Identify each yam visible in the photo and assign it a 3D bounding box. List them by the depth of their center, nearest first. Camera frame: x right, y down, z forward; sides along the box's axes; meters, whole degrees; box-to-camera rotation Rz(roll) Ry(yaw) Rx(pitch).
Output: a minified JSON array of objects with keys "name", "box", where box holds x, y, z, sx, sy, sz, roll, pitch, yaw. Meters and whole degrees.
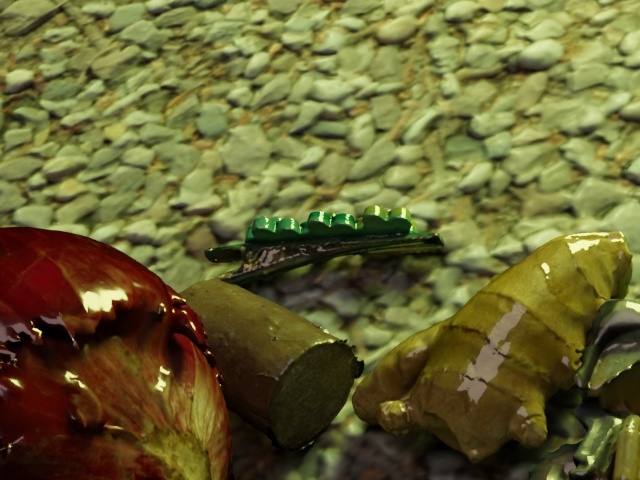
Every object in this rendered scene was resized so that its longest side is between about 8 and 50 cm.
[{"name":"yam","box":[-0.045,0.076,1.107,0.127,0.084,0.084,28,61,36]}]

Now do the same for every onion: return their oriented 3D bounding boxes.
[{"name":"onion","box":[-0.173,0.128,0.964,0.276,0.276,0.276,-11,43,11]}]

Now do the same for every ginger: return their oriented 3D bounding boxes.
[{"name":"ginger","box":[0.119,0.067,1.050,0.205,0.081,0.115,-35,12,-3]}]

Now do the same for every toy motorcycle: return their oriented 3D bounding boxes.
[{"name":"toy motorcycle","box":[0.210,0.093,0.973,0.129,0.094,0.229,11,43,31]}]

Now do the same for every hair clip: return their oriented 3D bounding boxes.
[{"name":"hair clip","box":[0.000,-0.001,1.191,0.172,0.049,0.049,-9,44,15]}]
